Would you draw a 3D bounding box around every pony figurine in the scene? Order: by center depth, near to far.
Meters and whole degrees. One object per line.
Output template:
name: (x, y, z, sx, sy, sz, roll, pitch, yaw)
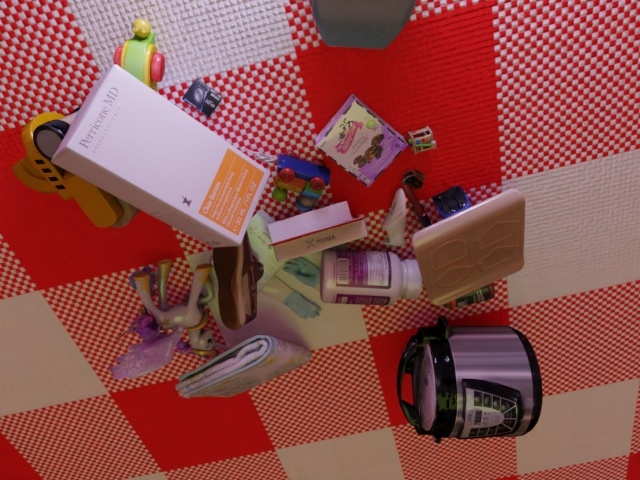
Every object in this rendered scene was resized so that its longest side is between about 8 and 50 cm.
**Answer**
pony figurine: (-0.474, 0.249, 1.508, 0.350, 0.303, 0.364, -8, 114, -14)

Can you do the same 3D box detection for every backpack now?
backpack: (0.400, -0.091, 1.418, 0.098, 0.120, 0.101, -31, 117, 14)

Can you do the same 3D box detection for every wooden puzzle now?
wooden puzzle: (0.434, 0.021, 1.414, 0.322, 0.080, 0.348, -25, 137, 4)

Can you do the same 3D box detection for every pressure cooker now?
pressure cooker: (0.464, 0.471, 1.615, 0.420, 0.370, 0.375, 1, 150, -3)

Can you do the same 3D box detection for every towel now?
towel: (-0.252, 0.429, 1.630, 0.374, 0.090, 0.320, -26, 157, 13)

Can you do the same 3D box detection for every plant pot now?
plant pot: (0.085, -0.570, 1.057, 0.247, 0.248, 0.252, 2, 136, -5)

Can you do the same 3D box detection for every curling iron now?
curling iron: (0.313, -0.094, 1.461, 0.068, 0.035, 0.274, -21, 119, 10)

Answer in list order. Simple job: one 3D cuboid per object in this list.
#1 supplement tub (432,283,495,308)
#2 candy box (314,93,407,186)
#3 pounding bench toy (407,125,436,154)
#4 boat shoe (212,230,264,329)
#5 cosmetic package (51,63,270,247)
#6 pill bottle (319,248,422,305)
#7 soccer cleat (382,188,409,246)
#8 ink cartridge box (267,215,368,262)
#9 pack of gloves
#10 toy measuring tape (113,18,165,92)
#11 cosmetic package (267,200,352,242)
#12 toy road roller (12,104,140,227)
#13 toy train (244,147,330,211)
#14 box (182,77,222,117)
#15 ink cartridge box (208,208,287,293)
supplement tub: (0.458, 0.162, 1.579, 0.197, 0.106, 0.106, -14, 120, 5)
candy box: (0.109, -0.271, 1.325, 0.196, 0.070, 0.165, 34, 114, -21)
pounding bench toy: (0.277, -0.269, 1.327, 0.065, 0.083, 0.052, -16, 120, 6)
boat shoe: (-0.235, 0.093, 1.450, 0.123, 0.123, 0.342, 9, 106, 41)
cosmetic package: (-0.370, -0.181, 1.190, 0.453, 0.230, 0.161, 32, 158, -34)
pill bottle: (0.153, 0.115, 1.500, 0.301, 0.169, 0.169, 3, 120, -4)
soccer cleat: (0.225, -0.064, 1.459, 0.076, 0.068, 0.196, -2, 124, 2)
ink cartridge box: (0.000, 0.000, 1.379, 0.275, 0.239, 0.060, -16, 90, 2)
pack of gloves: (-0.057, 0.171, 1.594, 0.232, 0.046, 0.195, 35, 112, -21)
toy measuring tape: (-0.454, -0.376, 1.210, 0.121, 0.121, 0.330, 9, 120, -8)
cosmetic package: (-0.028, -0.054, 1.418, 0.239, 0.099, 0.060, -17, 90, 5)
toy road roller: (-0.634, -0.180, 1.275, 0.240, 0.202, 0.330, -20, 115, 23)
toy train: (-0.108, -0.172, 1.365, 0.248, 0.105, 0.143, 15, 132, -11)
box: (-0.311, -0.374, 1.273, 0.083, 0.018, 0.067, 36, 113, -21)
ink cartridge box: (-0.203, 0.038, 1.517, 0.189, 0.066, 0.232, 42, 89, -23)
